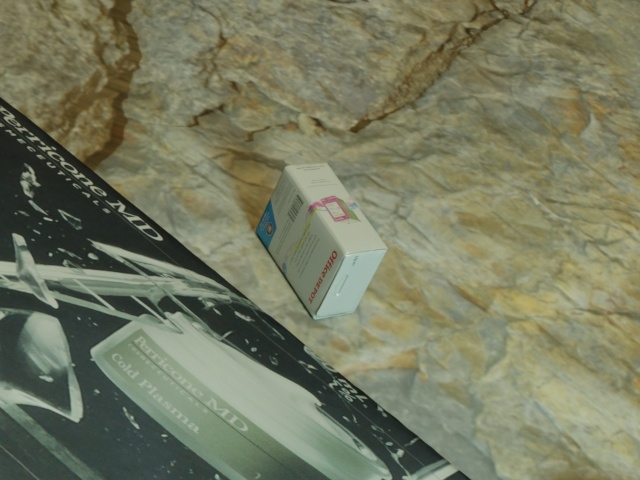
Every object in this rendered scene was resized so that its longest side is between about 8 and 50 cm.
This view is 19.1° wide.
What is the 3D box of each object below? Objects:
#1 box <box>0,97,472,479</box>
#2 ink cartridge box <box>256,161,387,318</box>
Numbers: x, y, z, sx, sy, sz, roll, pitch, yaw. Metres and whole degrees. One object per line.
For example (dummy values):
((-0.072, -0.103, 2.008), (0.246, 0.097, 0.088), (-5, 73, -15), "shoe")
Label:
((-0.217, 0.161, 1.106), (0.480, 0.297, 0.472), (38, 16, 14), "box")
((0.000, 0.000, 1.793), (0.052, 0.088, 0.122), (-6, 48, -35), "ink cartridge box")
